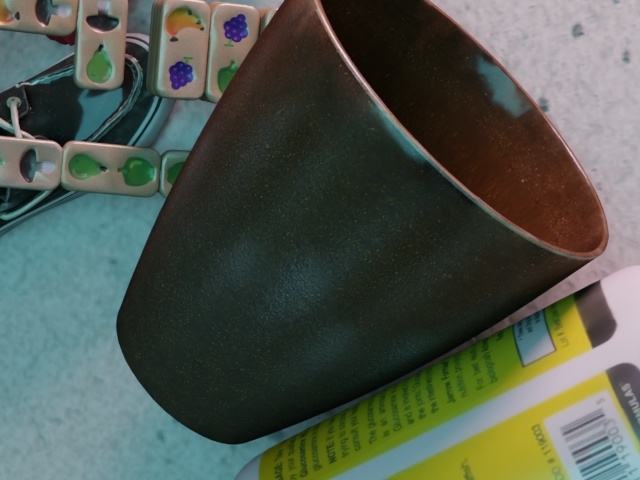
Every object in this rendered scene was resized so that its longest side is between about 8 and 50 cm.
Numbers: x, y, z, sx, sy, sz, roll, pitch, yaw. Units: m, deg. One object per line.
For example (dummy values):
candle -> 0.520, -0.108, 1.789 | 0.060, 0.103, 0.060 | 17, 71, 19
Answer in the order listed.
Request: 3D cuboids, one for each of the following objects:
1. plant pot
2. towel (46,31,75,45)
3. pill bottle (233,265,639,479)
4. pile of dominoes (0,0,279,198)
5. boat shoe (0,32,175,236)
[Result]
plant pot -> 0.000, 0.000, 0.986 | 0.230, 0.215, 0.215 | -44, 80, 23
towel -> -0.125, -0.273, 1.065 | 0.275, 0.031, 0.199 | -43, 97, 9
pill bottle -> 0.070, 0.165, 0.958 | 0.334, 0.188, 0.188 | -28, 83, 11
pile of dominoes -> -0.130, -0.123, 1.024 | 0.251, 0.040, 0.196 | 4, 95, -16
boat shoe -> -0.182, -0.050, 1.078 | 0.219, 0.070, 0.078 | -36, 81, 9
